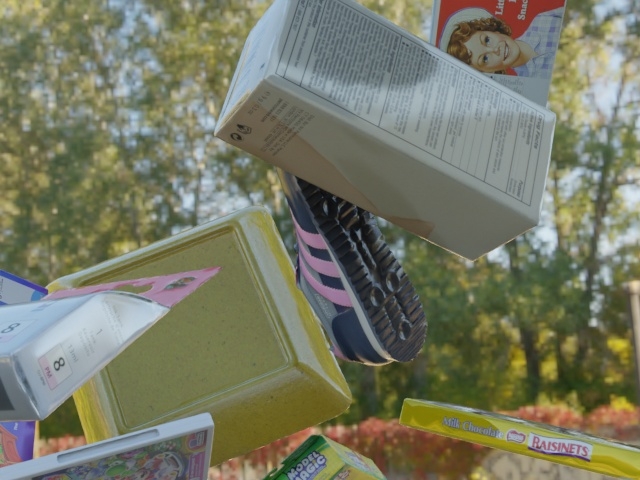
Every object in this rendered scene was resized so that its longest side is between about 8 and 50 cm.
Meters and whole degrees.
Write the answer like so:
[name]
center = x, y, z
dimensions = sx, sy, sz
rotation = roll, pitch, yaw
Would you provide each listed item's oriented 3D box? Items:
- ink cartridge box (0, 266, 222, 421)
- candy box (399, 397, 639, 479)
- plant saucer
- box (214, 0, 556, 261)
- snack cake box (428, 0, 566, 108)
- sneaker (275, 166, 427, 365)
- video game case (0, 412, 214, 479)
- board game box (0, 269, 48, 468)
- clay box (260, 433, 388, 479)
[ink cartridge box]
center = -0.210, 0.055, 0.759
dimensions = 0.189, 0.066, 0.232
rotation = -8, 23, 29
[candy box]
center = 0.176, 0.159, 0.832
dimensions = 0.206, 0.027, 0.105
rotation = 8, -9, 36
[plant saucer]
center = -0.170, 0.120, 1.336
dimensions = 0.333, 0.332, 0.081
rotation = -21, -28, -8
[box]
center = 0.070, -0.115, 1.035
dimensions = 0.311, 0.148, 0.121
rotation = 27, -31, -17
[snack cake box]
center = 0.204, -0.242, 1.240
dimensions = 0.152, 0.264, 0.089
rotation = 8, 37, 5
[sneaker]
center = 0.000, 0.000, 1.177
dimensions = 0.131, 0.319, 0.112
rotation = -15, 10, 47
[video game case]
center = -0.124, 0.143, 0.613
dimensions = 0.122, 0.011, 0.087
rotation = -12, -38, -21
[board game box]
center = -0.430, 0.182, 1.030
dimensions = 0.347, 0.233, 0.078
rotation = -17, -29, 28
[clay box]
center = -0.004, 0.305, 1.249
dimensions = 0.127, 0.053, 0.222
rotation = -43, -28, 2
